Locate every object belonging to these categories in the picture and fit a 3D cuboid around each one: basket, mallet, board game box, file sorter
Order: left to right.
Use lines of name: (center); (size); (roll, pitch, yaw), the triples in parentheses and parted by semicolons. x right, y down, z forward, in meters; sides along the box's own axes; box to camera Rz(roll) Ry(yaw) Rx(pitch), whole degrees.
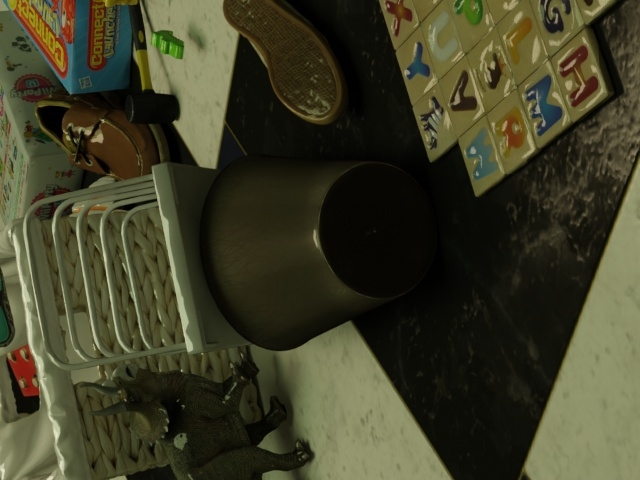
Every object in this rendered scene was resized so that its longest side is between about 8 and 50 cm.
board game box: (-0.459, -0.171, 2.573); (0.224, 0.097, 0.303); (110, 143, -48)
board game box: (-0.342, -0.401, 2.252); (0.308, 0.086, 0.302); (49, 140, 48)
basket: (-0.271, 0.143, 2.088); (0.331, 0.266, 0.328); (-28, 74, 63)
mallet: (-0.217, -0.232, 2.121); (0.039, 0.062, 0.190); (132, 139, -58)
file sorter: (-0.174, 0.033, 1.799); (0.277, 0.173, 0.193); (2, -103, -74)
basket: (0.000, 0.000, 1.613); (0.227, 0.154, 0.204); (-13, 88, 61)

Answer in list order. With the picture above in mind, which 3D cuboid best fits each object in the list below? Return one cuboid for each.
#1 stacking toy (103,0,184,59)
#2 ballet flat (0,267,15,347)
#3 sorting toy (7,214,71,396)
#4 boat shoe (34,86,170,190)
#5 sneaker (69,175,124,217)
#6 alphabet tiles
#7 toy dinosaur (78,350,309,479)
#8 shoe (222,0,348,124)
stacking toy: (-0.202, -0.338, 2.024); (0.221, 0.052, 0.167); (41, 130, 45)
ballet flat: (-0.381, 0.073, 1.946); (0.041, 0.041, 0.114); (131, 128, -59)
sorting toy: (-0.403, 0.109, 2.446); (0.257, 0.089, 0.255); (-11, 103, 56)
boat shoe: (-0.293, -0.130, 2.224); (0.307, 0.104, 0.111); (32, 127, 58)
sneaker: (-0.300, 0.017, 2.326); (0.084, 0.083, 0.215); (1, 81, 40)
alphabet tiles: (0.140, -0.206, 1.397); (0.342, 0.011, 0.285); (-42, 61, 61)
toy dinosaur: (-0.116, 0.230, 1.901); (0.313, 0.160, 0.121); (53, -173, -15)
shoe: (-0.024, -0.193, 1.707); (0.076, 0.058, 0.219); (-50, 51, 19)
